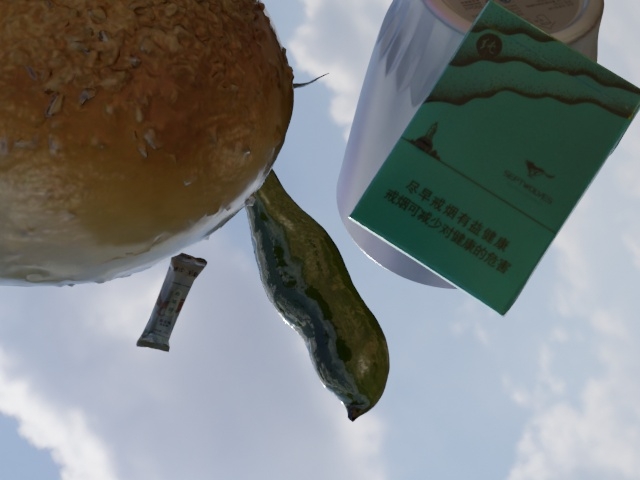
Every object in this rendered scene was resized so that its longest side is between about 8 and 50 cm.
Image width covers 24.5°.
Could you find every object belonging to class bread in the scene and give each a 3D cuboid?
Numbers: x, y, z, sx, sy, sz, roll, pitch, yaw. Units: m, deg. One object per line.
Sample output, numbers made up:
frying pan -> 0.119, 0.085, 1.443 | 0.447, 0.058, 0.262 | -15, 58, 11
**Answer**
bread -> -0.163, -0.101, 0.764 | 0.305, 0.305, 0.158 | -92, 6, -55

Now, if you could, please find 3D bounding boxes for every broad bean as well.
broad bean -> -0.011, 0.003, 1.233 | 0.056, 0.098, 0.318 | 51, -155, -66

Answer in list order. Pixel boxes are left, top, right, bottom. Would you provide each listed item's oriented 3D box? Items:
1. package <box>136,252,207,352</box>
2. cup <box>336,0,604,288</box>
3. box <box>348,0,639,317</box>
package -> -0.147, 0.061, 1.444 | 0.037, 0.110, 0.015 | 17, -157, -19
cup -> 0.163, -0.141, 1.620 | 0.371, 0.253, 0.253 | 101, 160, -49
box -> 0.152, -0.070, 1.266 | 0.161, 0.226, 0.042 | 33, 180, 10
